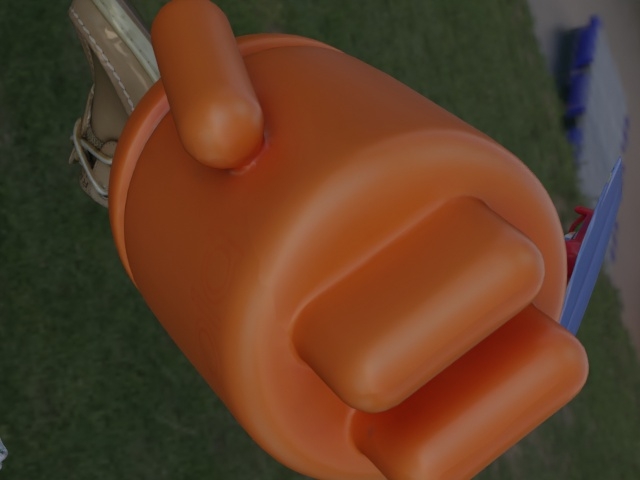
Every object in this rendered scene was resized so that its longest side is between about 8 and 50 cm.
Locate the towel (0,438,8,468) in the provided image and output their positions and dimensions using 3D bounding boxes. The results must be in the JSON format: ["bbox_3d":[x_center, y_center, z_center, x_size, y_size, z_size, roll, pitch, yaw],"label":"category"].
[{"bbox_3d":[-0.208,0.084,0.488,0.113,0.152,0.023,55,-3,-16],"label":"towel"}]

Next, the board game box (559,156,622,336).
[{"bbox_3d":[0.164,0.014,0.892,0.168,0.033,0.133,44,67,-73],"label":"board game box"}]

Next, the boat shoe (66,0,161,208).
[{"bbox_3d":[-0.145,-0.065,1.092,0.122,0.110,0.341,57,-9,40],"label":"boat shoe"}]

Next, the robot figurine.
[{"bbox_3d":[0.000,-0.002,0.474,0.158,0.219,0.128,13,105,-32],"label":"robot figurine"}]
